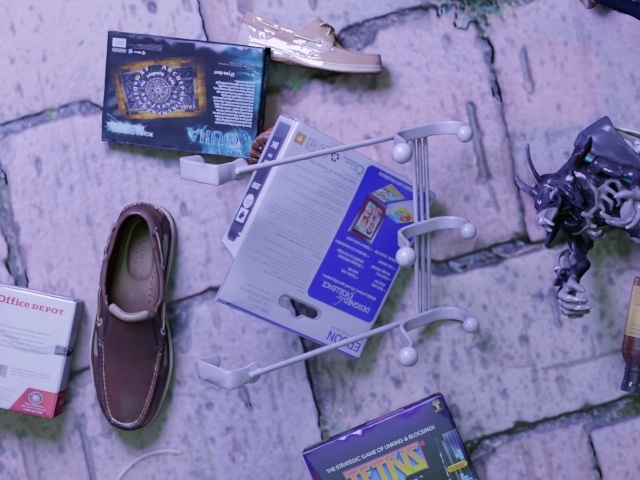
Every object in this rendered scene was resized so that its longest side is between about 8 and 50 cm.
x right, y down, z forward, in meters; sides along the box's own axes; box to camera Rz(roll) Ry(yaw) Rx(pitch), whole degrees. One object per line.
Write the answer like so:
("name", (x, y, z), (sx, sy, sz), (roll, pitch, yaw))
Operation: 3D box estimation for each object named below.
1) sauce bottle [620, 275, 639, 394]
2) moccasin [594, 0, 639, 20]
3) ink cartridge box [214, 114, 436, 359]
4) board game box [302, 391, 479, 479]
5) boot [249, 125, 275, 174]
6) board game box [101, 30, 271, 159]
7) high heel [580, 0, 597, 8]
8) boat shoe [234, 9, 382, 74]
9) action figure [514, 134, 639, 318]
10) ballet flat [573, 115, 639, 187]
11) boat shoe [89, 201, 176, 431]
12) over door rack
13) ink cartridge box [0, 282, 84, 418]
("sauce bottle", (0.355, 0.105, 1.623), (0.042, 0.042, 0.128), (10, 92, 3))
("moccasin", (0.442, -0.197, 1.518), (0.342, 0.138, 0.117), (19, 96, 4))
("ink cartridge box", (0.000, 0.000, 1.588), (0.206, 0.045, 0.208), (26, 88, -33))
("board game box", (0.084, 0.265, 1.631), (0.170, 0.048, 0.141), (-24, 89, 2))
("boot", (-0.039, -0.057, 1.636), (0.059, 0.084, 0.158), (7, 118, 14))
("board game box", (-0.151, -0.161, 1.634), (0.186, 0.026, 0.126), (8, 99, 14))
("high heel", (0.320, -0.401, 1.619), (0.186, 0.093, 0.261), (-21, 101, -18))
("boat shoe", (-0.011, -0.221, 1.634), (0.170, 0.063, 0.059), (11, 96, 4))
("action figure", (0.314, -0.003, 1.548), (0.275, 0.141, 0.164), (28, 129, 16))
("ballet flat", (0.373, -0.068, 1.611), (0.203, 0.074, 0.074), (36, 91, 5))
("boat shoe", (-0.213, 0.085, 1.624), (0.095, 0.095, 0.257), (2, 89, 3))
("over door rack", (0.028, 0.016, 1.519), (0.324, 0.108, 0.240), (-11, 108, -28))
("ink cartridge box", (-0.328, 0.122, 1.649), (0.099, 0.056, 0.135), (12, 90, 3))
